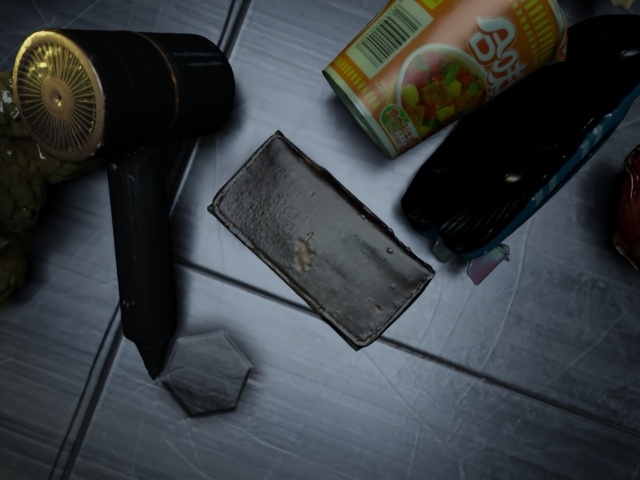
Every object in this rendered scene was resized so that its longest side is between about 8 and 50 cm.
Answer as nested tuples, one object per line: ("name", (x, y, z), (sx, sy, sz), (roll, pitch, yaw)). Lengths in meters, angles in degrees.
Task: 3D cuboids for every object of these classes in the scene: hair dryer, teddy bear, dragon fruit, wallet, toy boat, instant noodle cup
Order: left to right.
("teddy bear", (-0.337, -0.065, 0.477), (0.156, 0.256, 0.267), (35, 89, 5))
("hair dryer", (-0.169, -0.023, 0.550), (0.107, 0.189, 0.352), (12, 113, 24))
("wallet", (0.000, 0.000, 0.585), (0.232, 0.031, 0.122), (43, 93, 3))
("instant noodle cup", (0.108, -0.178, 0.533), (0.185, 0.168, 0.168), (-38, 89, 8))
("toy boat", (0.224, -0.095, 0.560), (0.299, 0.134, 0.092), (-45, 126, -3))
("dragon fruit", (0.358, -0.023, 0.543), (0.166, 0.133, 0.136), (50, 47, 0))

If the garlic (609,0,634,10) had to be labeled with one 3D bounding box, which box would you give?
("garlic", (0.225, -0.391, 0.484), (0.313, 0.249, 0.286), (28, 115, -34))
